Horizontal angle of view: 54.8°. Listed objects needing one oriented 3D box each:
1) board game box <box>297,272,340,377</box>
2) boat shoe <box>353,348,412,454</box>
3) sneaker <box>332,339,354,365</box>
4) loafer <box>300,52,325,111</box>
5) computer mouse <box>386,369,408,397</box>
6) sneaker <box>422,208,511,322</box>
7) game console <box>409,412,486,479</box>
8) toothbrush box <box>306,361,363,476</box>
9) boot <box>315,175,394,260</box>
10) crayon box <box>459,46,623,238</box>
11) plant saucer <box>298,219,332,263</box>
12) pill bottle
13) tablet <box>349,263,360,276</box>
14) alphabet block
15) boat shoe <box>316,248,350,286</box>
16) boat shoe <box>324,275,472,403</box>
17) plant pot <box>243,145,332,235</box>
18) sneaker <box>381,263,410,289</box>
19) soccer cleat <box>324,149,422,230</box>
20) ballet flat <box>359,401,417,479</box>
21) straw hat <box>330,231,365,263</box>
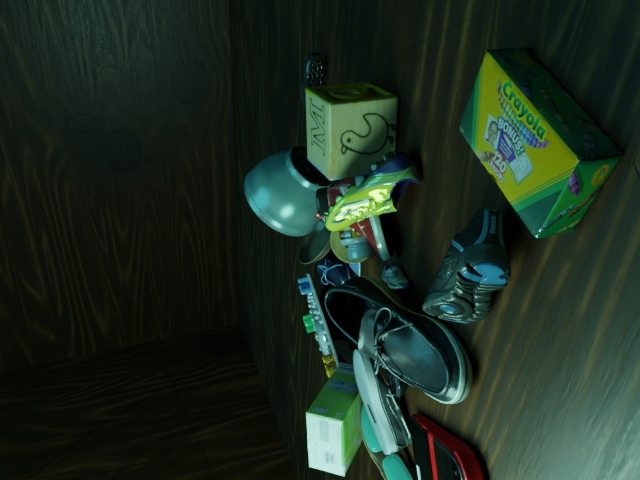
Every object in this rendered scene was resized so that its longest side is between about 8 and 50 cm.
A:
[{"bbox_3d":[-0.002,0.375,2.285,0.390,0.050,0.390,87,166,-58],"label":"board game box"},{"bbox_3d":[0.184,0.448,1.767,0.113,0.104,0.306,128,123,-69],"label":"boat shoe"},{"bbox_3d":[0.084,0.403,2.148,0.158,0.061,0.065,-132,30,-61],"label":"sneaker"},{"bbox_3d":[-0.032,-0.513,1.998,0.078,0.076,0.223,58,157,35],"label":"loafer"},{"bbox_3d":[0.206,0.291,1.705,0.262,0.060,0.184,-107,10,-61],"label":"computer mouse"},{"bbox_3d":[0.300,0.066,1.242,0.341,0.125,0.140,109,174,-62],"label":"sneaker"},{"bbox_3d":[0.325,0.661,1.540,0.342,0.060,0.387,-171,73,-77],"label":"game console"},{"bbox_3d":[0.066,0.547,1.917,0.283,0.122,0.206,-44,-44,-60],"label":"toothbrush box"},{"bbox_3d":[0.086,-0.043,1.648,0.244,0.176,0.088,66,-156,-12],"label":"boot"},{"bbox_3d":[0.339,-0.163,0.995,0.165,0.081,0.278,101,154,-48],"label":"crayon box"},{"bbox_3d":[0.000,0.000,2.098,0.198,0.036,0.199,-44,27,29],"label":"plant saucer"},{"bbox_3d":[0.104,-0.059,1.737,0.117,0.117,0.215,175,85,-73],"label":"pill bottle"},{"bbox_3d":[0.110,0.075,1.976,0.083,0.006,0.054,-133,37,-59],"label":"tablet"},{"bbox_3d":[0.076,-0.287,1.590,0.193,0.192,0.197,-132,35,-57],"label":"alphabet block"},{"bbox_3d":[0.027,0.098,2.109,0.258,0.089,0.109,-135,39,-62],"label":"boat shoe"},{"bbox_3d":[0.173,0.239,1.523,0.500,0.156,0.187,39,123,50],"label":"boat shoe"},{"bbox_3d":[-0.081,-0.189,2.053,0.196,0.293,0.293,-45,51,37],"label":"plant pot"},{"bbox_3d":[0.197,0.095,1.638,0.135,0.052,0.058,-154,63,-67],"label":"sneaker"},{"bbox_3d":[0.123,-0.097,1.509,0.289,0.093,0.121,-42,83,30],"label":"soccer cleat"},{"bbox_3d":[0.208,0.633,1.831,0.124,0.116,0.342,72,173,-55],"label":"ballet flat"},{"bbox_3d":[0.105,-0.006,1.843,0.061,0.144,0.145,-29,-66,-68],"label":"straw hat"}]
